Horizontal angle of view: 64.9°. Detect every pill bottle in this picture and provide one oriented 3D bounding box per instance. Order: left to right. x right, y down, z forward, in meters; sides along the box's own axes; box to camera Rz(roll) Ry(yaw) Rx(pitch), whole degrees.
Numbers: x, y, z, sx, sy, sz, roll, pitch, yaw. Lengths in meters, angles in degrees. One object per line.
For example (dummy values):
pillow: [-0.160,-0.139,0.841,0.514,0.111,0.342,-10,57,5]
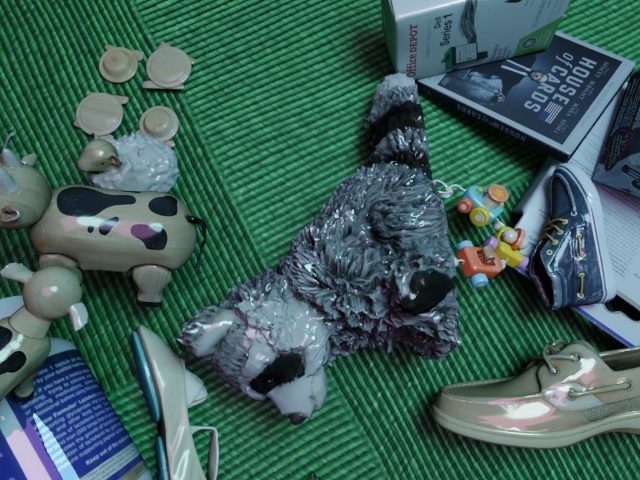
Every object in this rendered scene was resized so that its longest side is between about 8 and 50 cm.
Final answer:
pill bottle: [-0.318,0.204,0.559,0.153,0.153,0.264,-33,83,-10]

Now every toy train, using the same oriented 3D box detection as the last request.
toy train: [0.203,-0.019,0.622,0.125,0.046,0.166,9,51,-24]

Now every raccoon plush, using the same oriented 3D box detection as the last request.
raccoon plush: [0.000,0.000,0.652,0.299,0.216,0.446,-7,49,8]

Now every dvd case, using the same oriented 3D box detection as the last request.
dvd case: [0.288,-0.233,0.720,0.239,0.029,0.179,34,77,22]

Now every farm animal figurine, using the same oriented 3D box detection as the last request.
farm animal figurine: [-0.270,0.006,0.507,0.327,0.172,0.330,-8,59,-32]

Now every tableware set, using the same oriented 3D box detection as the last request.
tableware set: [-0.262,-0.210,0.714,0.141,0.020,0.168,12,79,0]

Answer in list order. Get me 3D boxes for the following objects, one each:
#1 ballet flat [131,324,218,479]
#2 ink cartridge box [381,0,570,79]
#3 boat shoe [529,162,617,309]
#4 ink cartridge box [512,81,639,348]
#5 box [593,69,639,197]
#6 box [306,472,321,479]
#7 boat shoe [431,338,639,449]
ballet flat: [-0.171,0.220,0.614,0.086,0.086,0.248,-12,81,-7]
ink cartridge box: [0.195,-0.305,0.661,0.219,0.160,0.092,-12,76,8]
boat shoe: [0.303,-0.006,0.630,0.083,0.065,0.183,-10,81,-5]
ink cartridge box: [0.452,-0.014,0.706,0.324,0.071,0.330,36,82,4]
box: [0.505,-0.110,0.615,0.247,0.142,0.163,21,88,2]
box: [0.058,0.390,0.599,0.232,0.058,0.087,38,78,3]
boat shoe: [0.304,0.173,0.614,0.341,0.121,0.110,-4,92,0]
